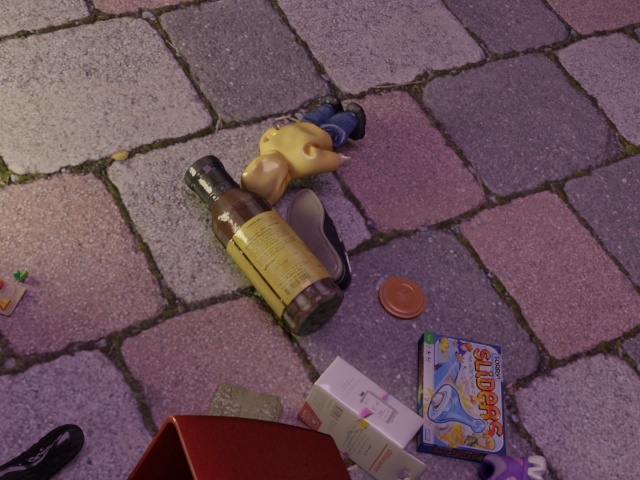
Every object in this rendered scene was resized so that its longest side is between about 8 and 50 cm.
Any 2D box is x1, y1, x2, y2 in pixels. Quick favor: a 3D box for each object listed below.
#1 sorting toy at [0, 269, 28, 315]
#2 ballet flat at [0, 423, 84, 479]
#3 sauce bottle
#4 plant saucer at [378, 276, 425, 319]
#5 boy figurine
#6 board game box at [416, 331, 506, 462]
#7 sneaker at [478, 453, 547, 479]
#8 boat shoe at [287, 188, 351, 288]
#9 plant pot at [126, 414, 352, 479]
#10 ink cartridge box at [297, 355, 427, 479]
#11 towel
[{"bbox_3d":[-0.482,0.071,1.443,0.062,0.012,0.083,21,51,0],"label":"sorting toy"},{"bbox_3d":[-0.393,0.311,1.277,0.173,0.049,0.057,-33,96,-29],"label":"ballet flat"},{"bbox_3d":[-0.101,-0.003,1.551,0.111,0.111,0.344,-26,66,-31],"label":"sauce bottle"},{"bbox_3d":[0.140,0.097,1.612,0.084,0.013,0.083,9,52,-11],"label":"plant saucer"},{"bbox_3d":[-0.031,-0.158,1.697,0.177,0.092,0.285,23,49,29],"label":"boy figurine"},{"bbox_3d":[0.223,0.249,1.506,0.136,0.035,0.201,11,51,-8],"label":"board game box"},{"bbox_3d":[0.258,0.405,1.368,0.105,0.095,0.236,17,45,5],"label":"sneaker"},{"bbox_3d":[0.000,0.000,1.628,0.065,0.075,0.206,35,26,-49],"label":"boat shoe"},{"bbox_3d":[-0.085,0.379,1.188,0.236,0.267,0.267,-3,53,-36],"label":"plant pot"},{"bbox_3d":[0.073,0.275,1.390,0.198,0.115,0.067,36,52,11],"label":"ink cartridge box"},{"bbox_3d":[-0.120,0.281,1.383,0.110,0.027,0.148,16,52,-3],"label":"towel"}]
